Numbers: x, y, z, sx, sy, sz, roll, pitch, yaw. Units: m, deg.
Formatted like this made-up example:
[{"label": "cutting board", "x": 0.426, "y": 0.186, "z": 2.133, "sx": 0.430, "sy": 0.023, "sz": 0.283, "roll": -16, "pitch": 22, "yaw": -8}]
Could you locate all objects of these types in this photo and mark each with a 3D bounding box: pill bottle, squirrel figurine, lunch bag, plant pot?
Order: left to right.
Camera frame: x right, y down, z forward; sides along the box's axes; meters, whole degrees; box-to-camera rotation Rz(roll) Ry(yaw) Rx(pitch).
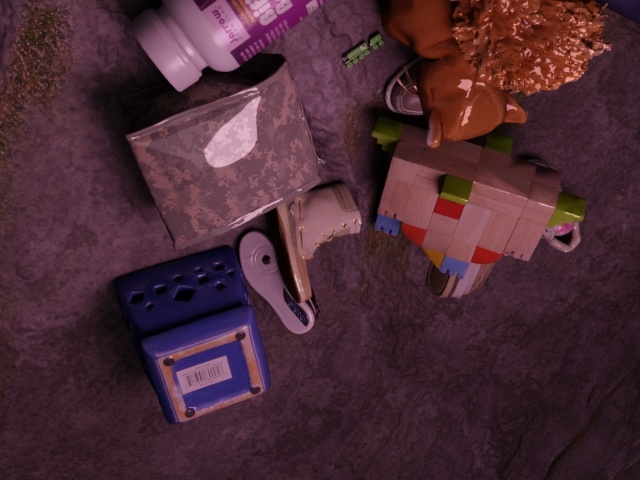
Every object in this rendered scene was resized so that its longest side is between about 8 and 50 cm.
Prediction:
[{"label": "plant pot", "x": -0.223, "y": 0.183, "z": 1.499, "sx": 0.235, "sy": 0.212, "sz": 0.236, "roll": -18, "pitch": 127, "yaw": -12}, {"label": "lunch bag", "x": -0.153, "y": -0.158, "z": 1.336, "sx": 0.287, "sy": 0.169, "sz": 0.235, "roll": -21, "pitch": 127, "yaw": -4}, {"label": "pill bottle", "x": -0.128, "y": -0.360, "z": 1.214, "sx": 0.301, "sy": 0.169, "sz": 0.169, "roll": -37, "pitch": 128, "yaw": 3}, {"label": "squirrel figurine", "x": 0.229, "y": -0.322, "z": 1.238, "sx": 0.281, "sy": 0.397, "sz": 0.371, "roll": -15, "pitch": 111, "yaw": -22}]

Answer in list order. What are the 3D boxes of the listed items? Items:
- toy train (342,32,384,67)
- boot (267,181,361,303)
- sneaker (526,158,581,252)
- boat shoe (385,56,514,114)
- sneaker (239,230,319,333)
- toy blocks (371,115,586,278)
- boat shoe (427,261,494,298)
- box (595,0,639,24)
[{"label": "toy train", "x": 0.073, "y": -0.330, "z": 1.415, "sx": 0.083, "sy": 0.017, "sz": 0.024, "roll": -34, "pitch": 118, "yaw": 1}, {"label": "boot", "x": 0.000, "y": 0.000, "z": 1.504, "sx": 0.165, "sy": 0.213, "sz": 0.077, "roll": -9, "pitch": 169, "yaw": -21}, {"label": "sneaker", "x": 0.478, "y": -0.069, "z": 1.694, "sx": 0.103, "sy": 0.111, "sz": 0.252, "roll": -41, "pitch": 127, "yaw": 6}, {"label": "boat shoe", "x": 0.267, "y": -0.293, "z": 1.472, "sx": 0.305, "sy": 0.091, "sz": 0.109, "roll": -20, "pitch": 127, "yaw": -10}, {"label": "sneaker", "x": -0.079, "y": 0.074, "z": 1.578, "sx": 0.079, "sy": 0.121, "sz": 0.217, "roll": -30, "pitch": 94, "yaw": 12}, {"label": "toy blocks", "x": 0.254, "y": -0.047, "z": 1.497, "sx": 0.381, "sy": 0.191, "sz": 0.261, "roll": 18, "pitch": 139, "yaw": 6}, {"label": "boat shoe", "x": 0.321, "y": -0.009, "z": 1.675, "sx": 0.103, "sy": 0.113, "sz": 0.302, "roll": 2, "pitch": 130, "yaw": -26}, {"label": "box", "x": 0.536, "y": -0.514, "z": 1.315, "sx": 0.182, "sy": 0.294, "sz": 0.296, "roll": -32, "pitch": 127, "yaw": 2}]
